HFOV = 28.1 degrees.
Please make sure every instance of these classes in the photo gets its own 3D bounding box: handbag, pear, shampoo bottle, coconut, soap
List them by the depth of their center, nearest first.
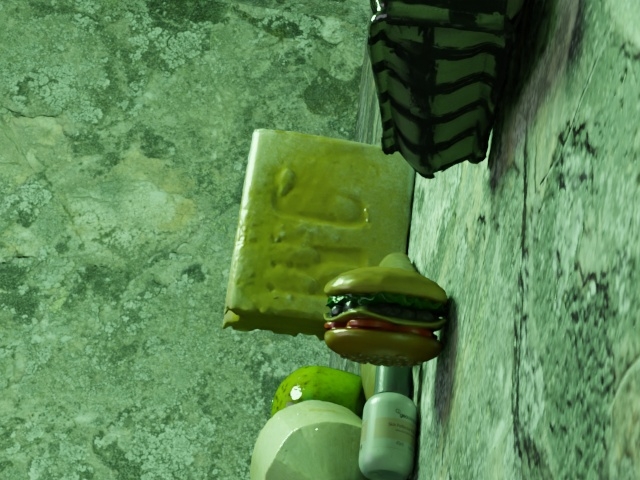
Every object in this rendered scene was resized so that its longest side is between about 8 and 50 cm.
[{"bbox_3d":[0.139,-0.276,1.317,0.327,0.163,0.325,82,-163,-67],"label":"handbag"},{"bbox_3d":[0.095,0.224,1.704,0.074,0.074,0.192,101,178,-59],"label":"shampoo bottle"},{"bbox_3d":[0.006,0.331,1.759,0.222,0.202,0.202,-140,56,-70],"label":"coconut"},{"bbox_3d":[-0.004,0.332,2.079,0.255,0.164,0.238,53,-137,-70],"label":"pear"},{"bbox_3d":[0.000,0.000,2.161,0.156,0.294,0.335,101,178,-73],"label":"soap"}]

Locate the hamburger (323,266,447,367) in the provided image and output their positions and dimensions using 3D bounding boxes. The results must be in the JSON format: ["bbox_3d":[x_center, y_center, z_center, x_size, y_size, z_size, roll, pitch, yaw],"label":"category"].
[{"bbox_3d":[0.077,0.094,1.554,0.162,0.162,0.115,106,170,-77],"label":"hamburger"}]

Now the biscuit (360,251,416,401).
[{"bbox_3d":[0.104,0.146,1.913,0.290,0.062,0.236,-101,19,-81],"label":"biscuit"}]
